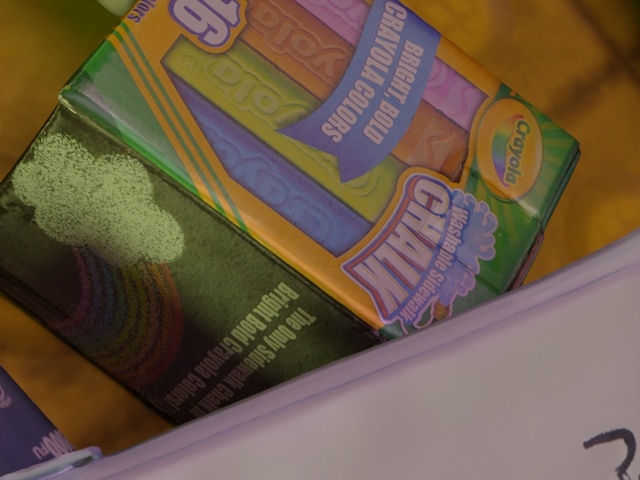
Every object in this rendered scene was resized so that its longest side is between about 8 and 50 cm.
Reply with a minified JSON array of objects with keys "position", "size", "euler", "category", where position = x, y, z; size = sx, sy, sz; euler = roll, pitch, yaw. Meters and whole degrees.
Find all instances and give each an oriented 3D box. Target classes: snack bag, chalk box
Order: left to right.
[{"position":[0.000,0.000,0.646],"size":[0.213,0.132,0.132],"euler":[37,53,-8],"category":"chalk box"},{"position":[0.060,0.185,0.536],"size":[0.323,0.037,0.343],"euler":[-19,95,-35],"category":"snack bag"}]

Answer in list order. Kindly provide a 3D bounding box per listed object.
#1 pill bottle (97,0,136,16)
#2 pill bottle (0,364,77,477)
[{"position":[-0.121,-0.219,0.693],"size":[0.245,0.136,0.136],"euler":[44,52,-1],"category":"pill bottle"},{"position":[-0.097,0.121,0.540],"size":[0.180,0.108,0.108],"euler":[48,52,1],"category":"pill bottle"}]
